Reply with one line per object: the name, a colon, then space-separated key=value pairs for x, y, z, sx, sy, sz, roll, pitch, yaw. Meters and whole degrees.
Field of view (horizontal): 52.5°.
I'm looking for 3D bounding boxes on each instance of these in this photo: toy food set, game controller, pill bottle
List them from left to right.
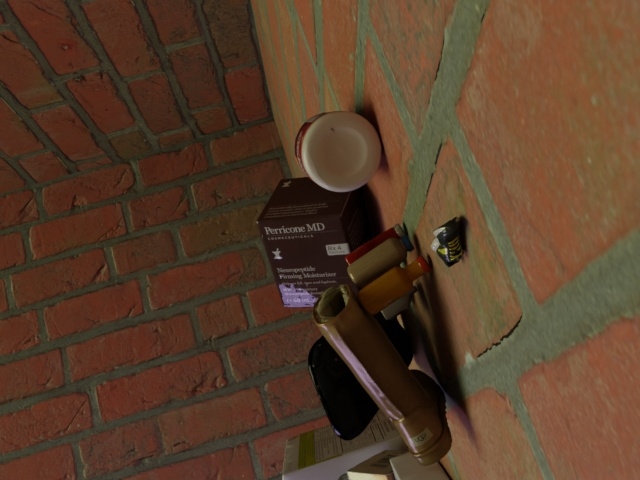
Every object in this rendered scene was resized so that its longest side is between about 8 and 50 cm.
pill bottle: x=0.020 y=-0.148 z=1.055 sx=0.221 sy=0.121 sz=0.121 roll=-126 pitch=20 yaw=-78
game controller: x=0.078 y=0.205 z=1.124 sx=0.319 sy=0.067 sz=0.167 roll=-31 pitch=-71 yaw=-59
toy food set: x=0.113 y=0.045 z=0.983 sx=0.111 sy=0.104 sz=0.232 roll=59 pitch=-170 yaw=15

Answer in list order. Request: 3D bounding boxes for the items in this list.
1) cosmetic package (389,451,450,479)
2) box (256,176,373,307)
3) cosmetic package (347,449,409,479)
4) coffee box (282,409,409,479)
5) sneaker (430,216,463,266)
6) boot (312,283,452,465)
cosmetic package: x=0.245 y=0.598 z=1.219 sx=0.377 sy=0.097 sz=0.285 roll=-150 pitch=41 yaw=-84
box: x=0.000 y=0.000 z=1.255 sx=0.167 sy=0.168 sz=0.203 roll=-67 pitch=-33 yaw=-53
cosmetic package: x=0.178 y=0.647 z=1.473 sx=0.129 sy=0.153 sz=0.297 roll=-12 pitch=89 yaw=43
coffee box: x=0.107 y=0.682 z=1.732 sx=0.338 sy=0.334 sz=0.338 roll=114 pitch=138 yaw=-87
sneaker: x=0.141 y=0.003 z=0.691 sx=0.035 sy=0.031 sz=0.083 roll=58 pitch=175 yaw=19
boot: x=0.091 y=0.175 z=0.982 sx=0.270 sy=0.089 sz=0.236 roll=54 pitch=-177 yaw=-13
